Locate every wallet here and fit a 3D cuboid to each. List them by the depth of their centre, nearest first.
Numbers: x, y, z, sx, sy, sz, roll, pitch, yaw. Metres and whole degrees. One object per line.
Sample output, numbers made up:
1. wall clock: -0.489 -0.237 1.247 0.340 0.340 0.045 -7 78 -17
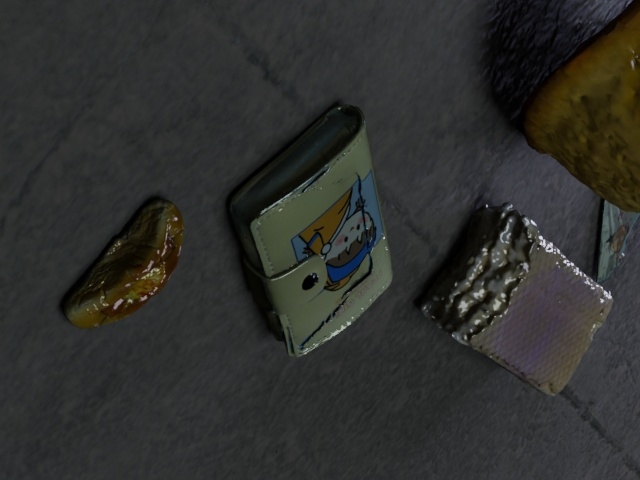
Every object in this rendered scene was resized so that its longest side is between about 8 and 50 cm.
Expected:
1. wallet: 0.000 0.000 0.964 0.110 0.039 0.155 -42 145 -21

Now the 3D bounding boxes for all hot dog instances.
1. hot dog: -0.106 0.018 0.848 0.090 0.034 0.030 -51 148 -8

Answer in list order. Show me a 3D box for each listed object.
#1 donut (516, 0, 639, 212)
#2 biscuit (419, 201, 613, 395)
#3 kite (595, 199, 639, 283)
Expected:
1. donut: 0.283 -0.127 1.053 0.303 0.110 0.303 -36 168 -9
2. biscuit: 0.164 0.051 1.208 0.108 0.062 0.239 -57 149 0
3. kite: 0.326 -0.103 1.322 0.314 0.011 0.335 20 103 -57
